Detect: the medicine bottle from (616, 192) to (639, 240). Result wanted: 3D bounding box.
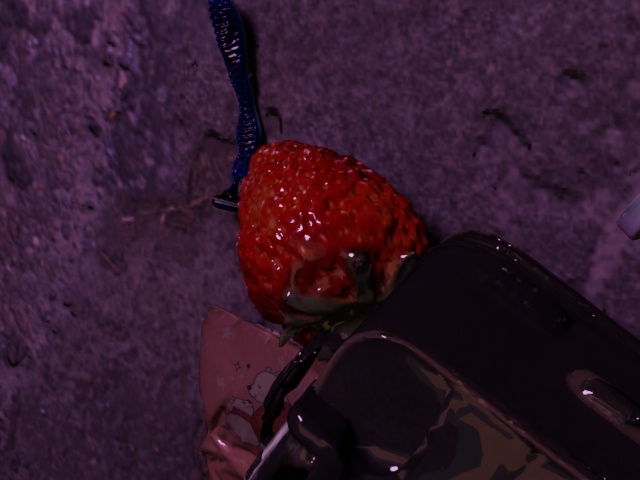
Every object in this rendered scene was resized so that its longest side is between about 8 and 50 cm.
[{"bbox_3d":[0.331,0.111,0.806,0.426,0.108,0.108,49,129,12],"label":"medicine bottle"}]

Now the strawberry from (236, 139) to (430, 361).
[{"bbox_3d":[0.007,0.002,1.022,0.131,0.148,0.131,-2,129,-3],"label":"strawberry"}]

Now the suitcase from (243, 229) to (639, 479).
[{"bbox_3d":[0.151,0.203,0.901,0.434,0.194,0.283,36,126,7],"label":"suitcase"}]

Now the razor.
[{"bbox_3d":[-0.056,-0.093,1.077,0.044,0.028,0.154,11,115,39],"label":"razor"}]

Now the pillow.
[{"bbox_3d":[-0.028,0.166,1.144,0.135,0.049,0.248,20,122,32],"label":"pillow"}]
